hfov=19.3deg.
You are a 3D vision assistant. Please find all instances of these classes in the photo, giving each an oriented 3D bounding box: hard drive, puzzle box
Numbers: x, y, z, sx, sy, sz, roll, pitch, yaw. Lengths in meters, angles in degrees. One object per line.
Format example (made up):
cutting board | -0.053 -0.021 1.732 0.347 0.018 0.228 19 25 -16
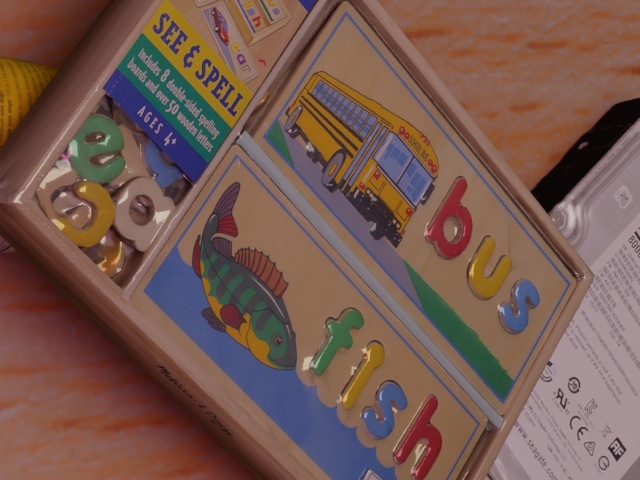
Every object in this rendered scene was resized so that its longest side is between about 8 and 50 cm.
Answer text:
hard drive | 0.210 0.079 1.418 0.339 0.064 0.237 -44 108 -30
puzzle box | 0.000 0.000 1.176 0.409 0.052 0.272 47 62 -32

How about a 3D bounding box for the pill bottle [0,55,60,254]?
pill bottle | -0.193 -0.052 1.135 0.215 0.117 0.117 10 79 -33
